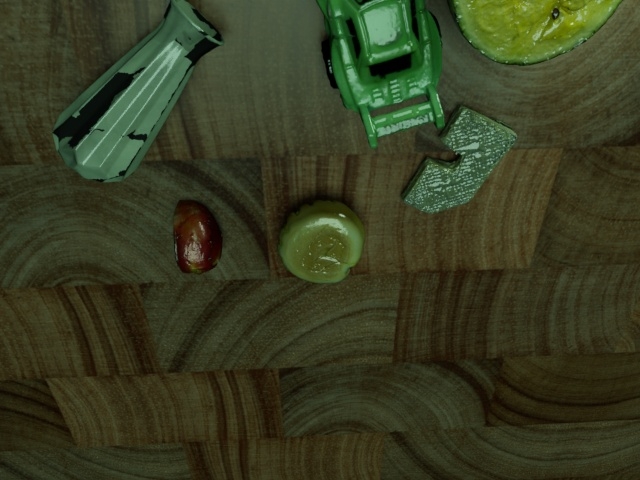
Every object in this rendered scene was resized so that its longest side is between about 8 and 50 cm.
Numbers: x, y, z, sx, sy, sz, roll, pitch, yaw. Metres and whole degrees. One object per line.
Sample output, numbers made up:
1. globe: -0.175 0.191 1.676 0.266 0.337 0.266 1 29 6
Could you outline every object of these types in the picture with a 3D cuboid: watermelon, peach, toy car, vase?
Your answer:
1. watermelon: 0.346 -0.471 0.814 0.330 0.190 0.331 -5 139 -4
2. peach: -0.274 -0.006 1.151 0.092 0.127 0.172 1 100 6
3. toy car: 0.102 -0.366 0.874 0.213 0.176 0.359 -14 124 5
4. vase: -0.336 -0.269 0.934 0.165 0.165 0.360 38 111 -25

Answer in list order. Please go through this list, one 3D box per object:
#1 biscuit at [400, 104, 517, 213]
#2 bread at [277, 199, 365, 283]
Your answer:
1. biscuit: 0.296 -0.160 1.105 0.147 0.046 0.250 22 120 -18
2. bread: 0.000 0.000 1.163 0.213 0.105 0.214 0 127 0
